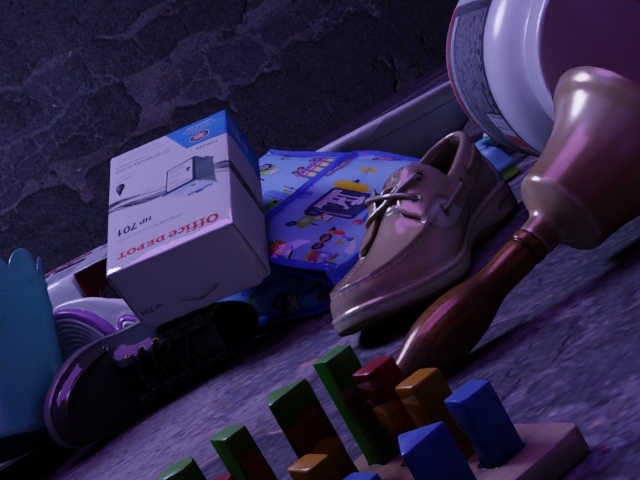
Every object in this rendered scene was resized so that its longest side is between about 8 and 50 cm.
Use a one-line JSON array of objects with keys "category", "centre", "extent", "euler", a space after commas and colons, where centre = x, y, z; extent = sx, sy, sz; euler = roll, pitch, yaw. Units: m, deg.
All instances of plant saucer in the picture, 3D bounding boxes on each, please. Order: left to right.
[{"category": "plant saucer", "centre": [0.049, -0.090, 1.696], "extent": [0.400, 0.101, 0.400], "euler": [-28, 3, 1]}]

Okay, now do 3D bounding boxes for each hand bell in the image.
[{"category": "hand bell", "centre": [0.131, 0.010, 0.851], "extent": [0.242, 0.126, 0.126], "euler": [-45, 11, -16]}]

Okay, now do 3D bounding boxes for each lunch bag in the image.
[{"category": "lunch bag", "centre": [0.000, 0.000, 1.354], "extent": [0.293, 0.138, 0.221], "euler": [-3, 27, 45]}]

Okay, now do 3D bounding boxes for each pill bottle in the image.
[{"category": "pill bottle", "centre": [0.233, -0.167, 1.124], "extent": [0.210, 0.210, 0.363], "euler": [-30, 8, 2]}]

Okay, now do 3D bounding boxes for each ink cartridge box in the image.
[{"category": "ink cartridge box", "centre": [-0.371, 0.110, 1.926], "extent": [0.271, 0.130, 0.309], "euler": [-28, 8, 2]}, {"category": "ink cartridge box", "centre": [-0.132, -0.024, 1.282], "extent": [0.139, 0.082, 0.191], "euler": [-23, 37, 11]}]

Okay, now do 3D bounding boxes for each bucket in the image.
[{"category": "bucket", "centre": [-0.385, 0.141, 1.298], "extent": [0.281, 0.183, 0.281], "euler": [-19, -11, -4]}]

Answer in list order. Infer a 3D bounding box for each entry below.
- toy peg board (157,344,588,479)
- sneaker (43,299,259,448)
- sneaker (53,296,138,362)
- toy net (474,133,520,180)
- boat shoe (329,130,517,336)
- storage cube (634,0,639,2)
[{"category": "toy peg board", "centre": [0.009, 0.112, 0.617], "extent": [0.161, 0.079, 0.160], "euler": [-34, 8, -28]}, {"category": "sneaker", "centre": [-0.162, 0.117, 1.248], "extent": [0.118, 0.083, 0.222], "euler": [-16, 18, 43]}, {"category": "sneaker", "centre": [-0.276, 0.130, 1.481], "extent": [0.305, 0.114, 0.152], "euler": [-18, -3, 29]}, {"category": "toy net", "centre": [0.194, -0.098, 1.477], "extent": [0.122, 0.045, 0.232], "euler": [-27, 6, 36]}, {"category": "boat shoe", "centre": [0.078, -0.013, 1.114], "extent": [0.109, 0.098, 0.302], "euler": [-25, 9, 35]}, {"category": "storage cube", "centre": [0.308, -0.148, 0.766], "extent": [0.215, 0.193, 0.184], "euler": [-27, 8, 14]}]
